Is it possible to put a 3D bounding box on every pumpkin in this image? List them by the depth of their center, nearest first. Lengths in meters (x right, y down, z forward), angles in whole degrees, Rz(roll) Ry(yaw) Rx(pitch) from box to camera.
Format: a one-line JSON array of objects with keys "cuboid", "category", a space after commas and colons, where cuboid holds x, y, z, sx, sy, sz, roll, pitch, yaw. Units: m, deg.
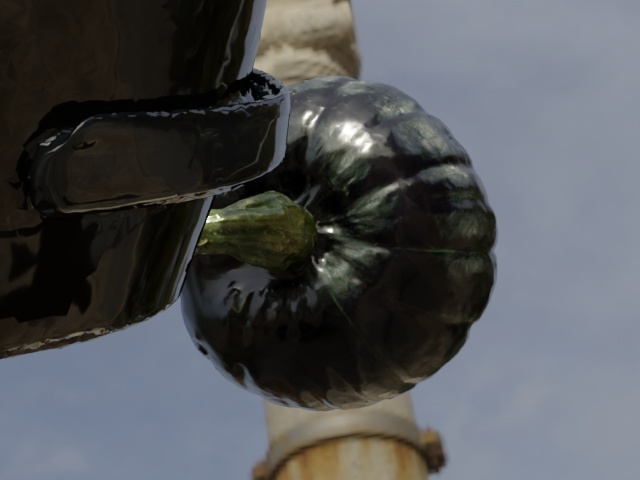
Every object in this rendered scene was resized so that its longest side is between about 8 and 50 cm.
[{"cuboid": [0.000, 0.000, 1.280, 0.296, 0.296, 0.296, -6, -40, -5], "category": "pumpkin"}]

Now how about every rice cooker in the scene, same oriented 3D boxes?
[{"cuboid": [-0.137, -0.095, 0.428, 0.267, 0.267, 0.224, 4, -77, -16], "category": "rice cooker"}]
